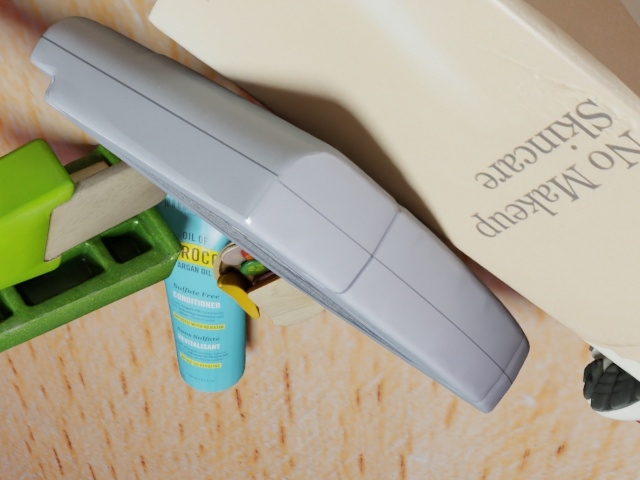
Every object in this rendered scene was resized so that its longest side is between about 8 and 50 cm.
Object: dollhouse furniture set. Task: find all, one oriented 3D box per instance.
[{"bbox_3d":[-0.220,-0.107,0.755,0.301,0.151,0.197,53,150,16],"label":"dollhouse furniture set"}]

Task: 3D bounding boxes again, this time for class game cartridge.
[{"bbox_3d":[0.000,0.000,0.635,0.198,0.062,0.297,27,172,34],"label":"game cartridge"}]

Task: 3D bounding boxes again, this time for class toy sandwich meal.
[{"bbox_3d":[-0.033,0.027,0.823,0.086,0.029,0.085,-3,141,-2],"label":"toy sandwich meal"}]

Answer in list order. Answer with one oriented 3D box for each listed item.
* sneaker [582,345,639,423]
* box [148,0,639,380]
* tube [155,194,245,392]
[{"bbox_3d":[0.264,0.051,0.624,0.118,0.107,0.279,26,157,-22],"label":"sneaker"},{"bbox_3d":[0.101,-0.074,0.524,0.311,0.121,0.148,35,147,-11],"label":"box"},{"bbox_3d":[-0.084,0.030,0.880,0.080,0.052,0.207,10,138,8],"label":"tube"}]
